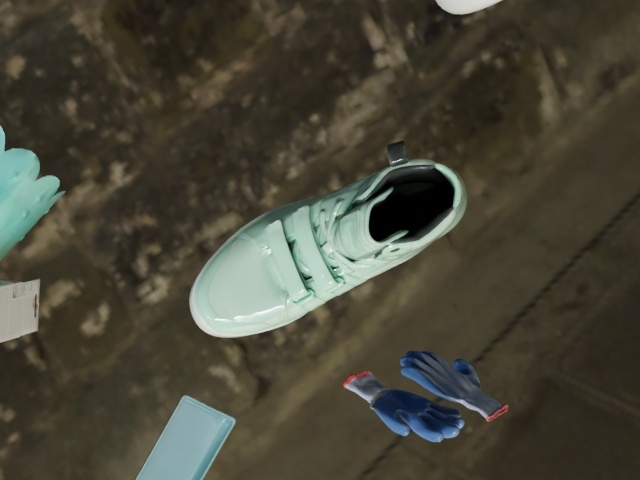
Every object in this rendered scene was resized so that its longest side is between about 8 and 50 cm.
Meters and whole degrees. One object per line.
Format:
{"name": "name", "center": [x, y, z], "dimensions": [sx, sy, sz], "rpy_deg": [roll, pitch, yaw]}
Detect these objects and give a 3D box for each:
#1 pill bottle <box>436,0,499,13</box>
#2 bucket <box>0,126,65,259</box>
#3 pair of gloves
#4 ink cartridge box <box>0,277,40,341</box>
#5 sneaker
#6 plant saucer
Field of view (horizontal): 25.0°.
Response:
{"name": "pill bottle", "center": [0.100, -0.394, 1.066], "dimensions": [0.229, 0.407, 0.229], "rpy_deg": [-28, 9, 5]}
{"name": "bucket", "center": [-0.438, -0.066, 1.571], "dimensions": [0.281, 0.281, 0.183], "rpy_deg": [25, 73, 47]}
{"name": "pair of gloves", "center": [0.135, 0.187, 1.778], "dimensions": [0.159, 0.023, 0.198], "rpy_deg": [30, 32, 33]}
{"name": "ink cartridge box", "center": [-0.340, 0.074, 1.536], "dimensions": [0.029, 0.062, 0.115], "rpy_deg": [7, 7, 19]}
{"name": "sneaker", "center": [0.000, -0.001, 1.175], "dimensions": [0.256, 0.094, 0.151], "rpy_deg": [-28, -4, 1]}
{"name": "plant saucer", "center": [-0.160, 0.249, 1.458], "dimensions": [0.192, 0.067, 0.018], "rpy_deg": [-61, 28, -2]}
